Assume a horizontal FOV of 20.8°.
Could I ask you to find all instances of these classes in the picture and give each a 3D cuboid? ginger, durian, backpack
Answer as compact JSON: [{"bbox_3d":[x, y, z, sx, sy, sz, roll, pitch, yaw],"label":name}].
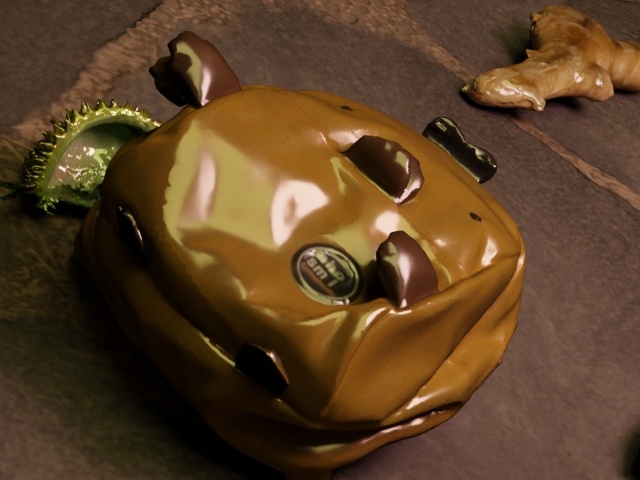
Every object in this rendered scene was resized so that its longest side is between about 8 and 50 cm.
[{"bbox_3d":[0.283,-0.206,2.023,0.148,0.081,0.334,54,38,7],"label":"ginger"},{"bbox_3d":[-0.185,-0.064,1.470,0.215,0.086,0.100,5,54,-37],"label":"durian"},{"bbox_3d":[-0.004,0.003,1.406,0.353,0.201,0.378,43,38,12],"label":"backpack"}]

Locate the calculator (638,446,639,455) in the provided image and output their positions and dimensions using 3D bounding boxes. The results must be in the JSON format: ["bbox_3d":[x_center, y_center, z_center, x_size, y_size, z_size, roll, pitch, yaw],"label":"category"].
[{"bbox_3d":[0.439,0.175,1.590,0.248,0.058,0.274,19,29,18],"label":"calculator"}]
